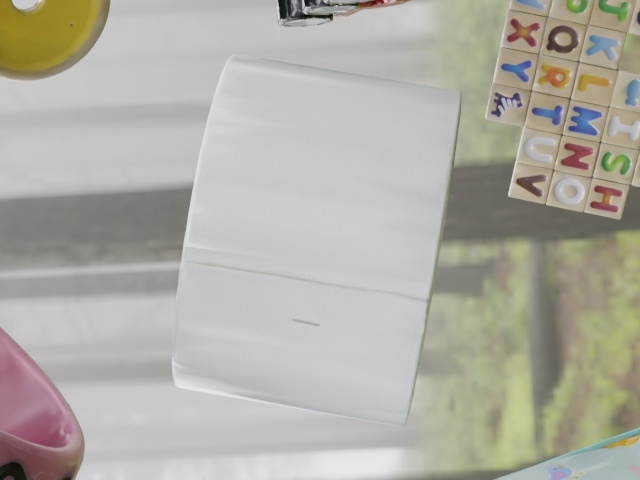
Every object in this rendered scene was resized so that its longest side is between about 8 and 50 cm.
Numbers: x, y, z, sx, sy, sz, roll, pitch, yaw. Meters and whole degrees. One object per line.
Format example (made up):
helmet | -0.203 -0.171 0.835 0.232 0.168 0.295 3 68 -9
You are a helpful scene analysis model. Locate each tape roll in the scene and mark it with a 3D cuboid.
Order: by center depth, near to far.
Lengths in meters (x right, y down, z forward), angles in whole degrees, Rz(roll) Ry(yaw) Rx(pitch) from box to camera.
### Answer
tape roll | 0.000 0.000 1.350 0.246 0.169 0.246 9 -90 -88

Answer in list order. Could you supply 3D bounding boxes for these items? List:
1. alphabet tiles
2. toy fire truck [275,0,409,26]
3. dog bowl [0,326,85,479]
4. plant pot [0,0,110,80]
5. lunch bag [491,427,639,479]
alphabet tiles | 0.268 -0.138 1.888 0.009 0.198 0.237 -73 -6 -64
toy fire truck | 0.091 -0.305 1.868 0.217 0.246 0.158 170 96 -71
dog bowl | -0.332 0.092 1.269 0.150 0.408 0.408 -50 -5 2
plant pot | -0.326 -0.281 1.949 0.239 0.254 0.254 -133 32 -56
lunch bag | 0.188 0.209 1.215 0.224 0.279 0.107 -153 50 -70
